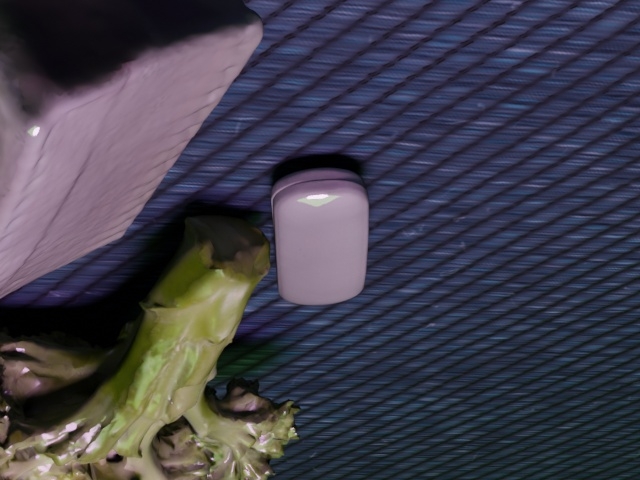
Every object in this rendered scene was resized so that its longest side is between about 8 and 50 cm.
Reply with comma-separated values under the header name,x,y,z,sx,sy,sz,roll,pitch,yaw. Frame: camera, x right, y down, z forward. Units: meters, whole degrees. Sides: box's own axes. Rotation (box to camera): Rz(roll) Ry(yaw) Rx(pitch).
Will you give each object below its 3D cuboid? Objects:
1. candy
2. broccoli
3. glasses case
name,x,y,z,sx,sy,sz,roll,pitch,yaw
candy,-0.210,-0.079,1.133,0.208,0.145,0.358,-32,171,-36
broccoli,-0.216,0.141,1.559,0.353,0.275,0.397,-33,159,-20
glasses case,0.000,0.000,1.498,0.092,0.059,0.233,-4,153,0
